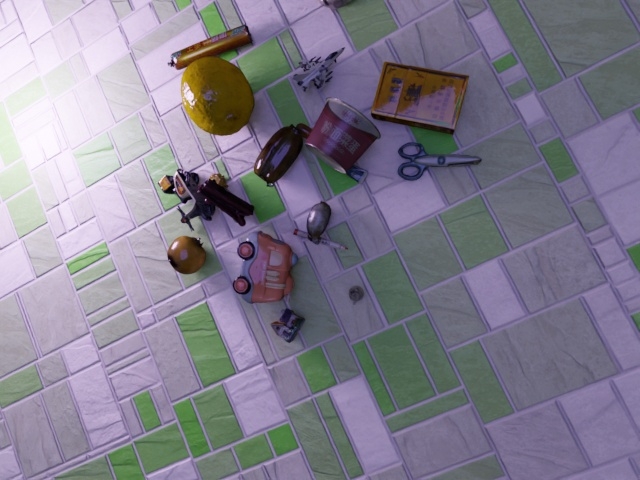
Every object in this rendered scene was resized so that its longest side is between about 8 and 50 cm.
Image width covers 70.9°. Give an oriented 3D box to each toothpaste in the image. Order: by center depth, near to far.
[{"bbox_3d":[0.085,-0.281,1.675,0.197,0.035,0.057,33,111,11],"label":"toothpaste"}]

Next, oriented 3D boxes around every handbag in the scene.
[{"bbox_3d":[-0.350,-0.144,1.660,0.216,0.203,0.074,34,95,-15],"label":"handbag"}]

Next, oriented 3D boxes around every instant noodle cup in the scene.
[{"bbox_3d":[0.068,-0.357,1.571,0.234,0.235,0.178,34,90,12],"label":"instant noodle cup"}]

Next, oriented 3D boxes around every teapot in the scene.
[{"bbox_3d":[0.126,0.198,1.623,0.057,0.083,0.067,6,87,9],"label":"teapot"}]

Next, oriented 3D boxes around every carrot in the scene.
[{"bbox_3d":[-0.012,-0.385,1.699,0.191,0.047,0.047,31,95,7],"label":"carrot"}]

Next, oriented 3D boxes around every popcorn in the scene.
[{"bbox_3d":[-0.406,-0.226,1.775,0.083,0.057,0.082,-41,73,12],"label":"popcorn"}]

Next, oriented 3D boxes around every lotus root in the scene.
[{"bbox_3d":[-0.010,-0.068,1.660,0.088,0.088,0.165,17,85,13],"label":"lotus root"},{"bbox_3d":[-0.157,-0.321,1.688,0.124,0.123,0.241,36,95,-17],"label":"lotus root"}]

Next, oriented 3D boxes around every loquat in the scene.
[{"bbox_3d":[-0.521,0.056,1.752,0.163,0.137,0.163,-8,71,25],"label":"loquat"}]

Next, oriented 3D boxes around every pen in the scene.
[{"bbox_3d":[0.000,0.000,1.688,0.218,0.026,0.026,18,92,13],"label":"pen"}]

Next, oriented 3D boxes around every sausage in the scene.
[{"bbox_3d":[-0.450,-0.766,1.797,0.371,0.082,0.082,-15,85,13],"label":"sausage"}]

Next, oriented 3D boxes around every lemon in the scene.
[{"bbox_3d":[-0.386,-0.539,1.678,0.268,0.268,0.322,-32,60,10],"label":"lemon"}]

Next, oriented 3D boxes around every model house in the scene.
[{"bbox_3d":[-0.126,0.311,1.675,0.100,0.088,0.101,32,92,11],"label":"model house"}]

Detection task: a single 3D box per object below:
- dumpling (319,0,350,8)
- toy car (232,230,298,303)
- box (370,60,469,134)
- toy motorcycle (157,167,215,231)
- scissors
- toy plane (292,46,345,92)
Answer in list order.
[{"bbox_3d":[0.048,-0.949,1.684,0.176,0.092,0.150,-19,70,17],"label":"dumpling"},{"bbox_3d":[-0.193,0.104,1.660,0.212,0.180,0.271,7,90,3],"label":"toy car"},{"bbox_3d":[0.349,-0.504,1.595,0.301,0.084,0.193,16,92,13],"label":"box"},{"bbox_3d":[-0.521,-0.168,1.786,0.157,0.091,0.263,-38,78,17],"label":"toy motorcycle"},{"bbox_3d":[0.418,-0.282,1.593,0.289,0.041,0.138,2,90,17],"label":"scissors"},{"bbox_3d":[-0.002,-0.643,1.693,0.234,0.082,0.160,-32,71,-5],"label":"toy plane"}]
